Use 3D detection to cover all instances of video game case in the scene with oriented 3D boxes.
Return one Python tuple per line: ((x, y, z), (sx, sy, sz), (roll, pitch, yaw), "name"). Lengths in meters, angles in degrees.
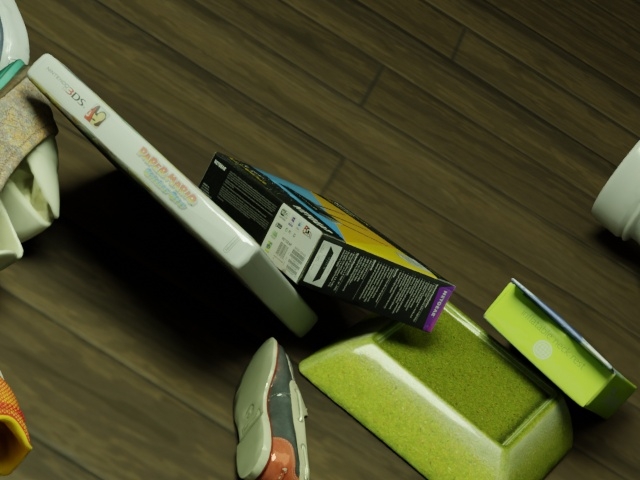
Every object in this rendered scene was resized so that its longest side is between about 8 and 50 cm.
((-0.099, -0.027, 1.301), (0.206, 0.026, 0.227), (42, -3, 17), "video game case")

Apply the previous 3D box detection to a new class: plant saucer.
((0.102, 0.112, 1.392), (0.188, 0.045, 0.188), (39, 27, 12), "plant saucer")

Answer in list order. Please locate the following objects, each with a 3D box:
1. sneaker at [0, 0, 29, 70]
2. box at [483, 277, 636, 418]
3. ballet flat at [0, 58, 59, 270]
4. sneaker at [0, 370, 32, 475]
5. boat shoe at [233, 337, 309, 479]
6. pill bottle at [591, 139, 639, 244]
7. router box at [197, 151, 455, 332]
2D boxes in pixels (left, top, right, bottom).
((-0.306, -0.215, 1.437), (0.091, 0.094, 0.258), (13, 33, -42), "sneaker")
((0.191, 0.089, 1.456), (0.109, 0.042, 0.178), (42, 3, 18), "box")
((-0.231, -0.033, 1.219), (0.106, 0.107, 0.316), (51, 20, -9), "ballet flat")
((-0.209, 0.095, 0.887), (0.175, 0.064, 0.067), (-5, 55, -48), "sneaker")
((-0.030, 0.119, 1.234), (0.043, 0.049, 0.137), (27, 30, -19), "boat shoe")
((0.429, 0.024, 1.735), (0.334, 0.188, 0.188), (40, 28, 14), "pill bottle")
((0.000, 0.000, 1.389), (0.133, 0.046, 0.179), (22, 9, -36), "router box")
